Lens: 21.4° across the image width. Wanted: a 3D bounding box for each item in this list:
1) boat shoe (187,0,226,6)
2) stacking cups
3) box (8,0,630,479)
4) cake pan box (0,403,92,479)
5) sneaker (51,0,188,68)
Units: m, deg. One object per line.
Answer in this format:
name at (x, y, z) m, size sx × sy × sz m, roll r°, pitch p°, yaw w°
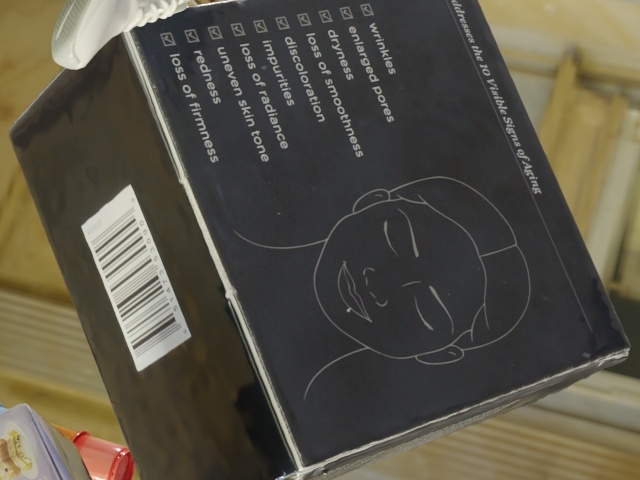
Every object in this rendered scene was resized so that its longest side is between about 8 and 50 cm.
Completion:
boat shoe at (-0.159, -0.278, 2.112) m, size 0.110 × 0.122 × 0.341 m, roll 10°, pitch -46°, yaw -39°
stacking cups at (-0.374, 0.235, 2.041) m, size 0.096 × 0.316 × 0.096 m, roll 11°, pitch -90°, yaw -74°
box at (0.000, 0.000, 1.797) m, size 0.471 × 0.297 × 0.480 m, roll -15°, pitch -102°, yaw -38°
cake pan box at (-0.204, 0.286, 1.470) m, size 0.267 × 0.070 × 0.246 m, roll 62°, pitch 176°, yaw 13°
sneaker at (-0.099, -0.149, 0.971) m, size 0.061 × 0.053 × 0.152 m, roll 42°, pitch -122°, yaw -19°
